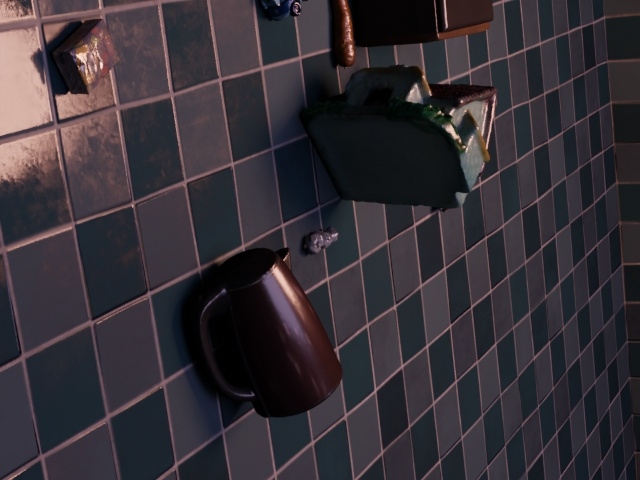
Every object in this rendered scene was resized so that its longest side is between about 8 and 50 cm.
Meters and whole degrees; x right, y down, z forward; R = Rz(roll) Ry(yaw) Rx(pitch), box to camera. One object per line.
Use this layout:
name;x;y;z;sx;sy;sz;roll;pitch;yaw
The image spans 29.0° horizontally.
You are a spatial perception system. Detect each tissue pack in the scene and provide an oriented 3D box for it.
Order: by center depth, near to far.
tissue pack;-0.285;-0.225;1.508;0.083;0.035;0.063;-60;140;-43

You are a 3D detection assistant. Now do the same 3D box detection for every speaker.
speaker;0.183;-0.440;2.227;0.231;0.192;0.153;-25;113;-55

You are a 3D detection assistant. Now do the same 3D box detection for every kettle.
kettle;-0.092;0.136;1.792;0.202;0.144;0.232;-34;118;-21

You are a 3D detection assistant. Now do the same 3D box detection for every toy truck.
toy truck;-0.065;-0.390;1.907;0.090;0.056;0.073;51;51;-32

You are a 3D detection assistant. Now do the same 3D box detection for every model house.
model house;0.157;-0.217;2.072;0.249;0.280;0.230;-63;143;-31

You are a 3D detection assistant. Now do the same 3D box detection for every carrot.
carrot;0.037;-0.376;2.113;0.035;0.035;0.165;-13;99;-61

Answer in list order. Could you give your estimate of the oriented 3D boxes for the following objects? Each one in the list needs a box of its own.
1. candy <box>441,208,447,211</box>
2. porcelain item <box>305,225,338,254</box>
candy;0.260;-0.167;2.509;0.094;0.051;0.226;15;77;-64
porcelain item;0.000;0.000;2.045;0.083;0.028;0.036;-32;120;-57
